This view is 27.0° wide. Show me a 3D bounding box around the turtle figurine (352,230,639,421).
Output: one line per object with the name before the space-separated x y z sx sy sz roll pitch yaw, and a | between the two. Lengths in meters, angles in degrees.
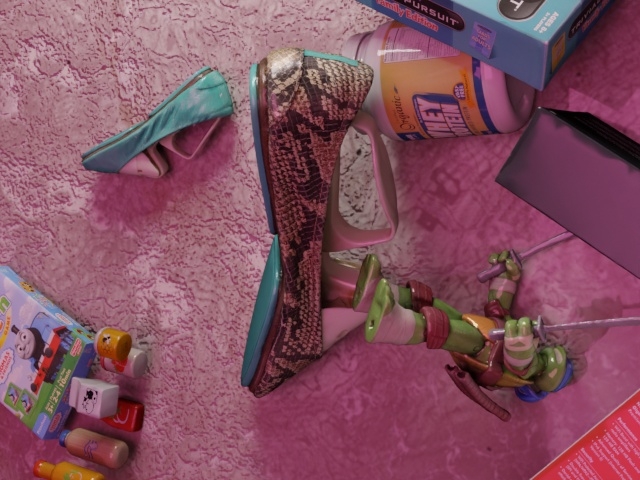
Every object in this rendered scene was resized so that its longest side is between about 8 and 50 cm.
turtle figurine | 0.189 0.061 1.496 0.275 0.266 0.198 120 159 -49

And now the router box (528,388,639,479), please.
router box | 0.291 0.252 1.386 0.301 0.335 0.082 -44 72 20

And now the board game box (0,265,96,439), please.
board game box | -0.418 0.157 1.884 0.211 0.039 0.160 34 106 30

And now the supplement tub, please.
supplement tub | 0.137 -0.191 1.556 0.199 0.144 0.144 -3 90 26

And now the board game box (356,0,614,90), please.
board game box | 0.172 -0.340 1.491 0.336 0.079 0.254 29 62 22

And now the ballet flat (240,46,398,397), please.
ballet flat | 0.000 0.000 1.579 0.182 0.164 0.483 3 123 -1

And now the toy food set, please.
toy food set | -0.311 0.223 1.804 0.104 0.111 0.232 12 99 25

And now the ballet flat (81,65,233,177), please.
ballet flat | -0.214 -0.133 1.768 0.247 0.083 0.087 -32 92 25

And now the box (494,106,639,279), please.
box | 0.344 -0.035 1.438 0.261 0.184 0.103 37 106 21
